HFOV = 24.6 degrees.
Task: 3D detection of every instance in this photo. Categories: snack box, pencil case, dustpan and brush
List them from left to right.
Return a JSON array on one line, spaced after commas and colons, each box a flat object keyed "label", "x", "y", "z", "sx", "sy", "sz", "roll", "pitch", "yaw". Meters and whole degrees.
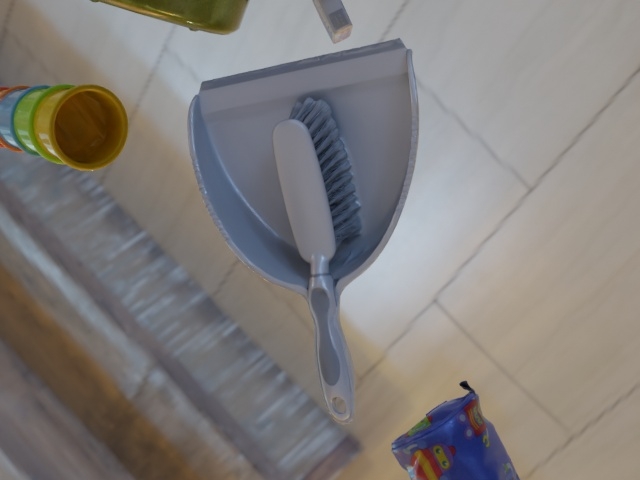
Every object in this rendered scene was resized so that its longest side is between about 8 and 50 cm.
[{"label": "dustpan and brush", "x": 0.000, "y": 0.000, "z": 0.862, "sx": 0.147, "sy": 0.060, "sz": 0.211, "roll": -10, "pitch": 98, "yaw": 22}, {"label": "snack box", "x": 0.008, "y": -0.226, "z": 1.413, "sx": 0.064, "sy": 0.022, "sz": 0.178, "roll": 64, "pitch": -178, "yaw": -4}, {"label": "pencil case", "x": 0.207, "y": 0.322, "z": 1.730, "sx": 0.119, "sy": 0.133, "sz": 0.306, "roll": -34, "pitch": 91, "yaw": 20}]

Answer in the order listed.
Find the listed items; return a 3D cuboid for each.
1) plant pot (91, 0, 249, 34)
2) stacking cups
[{"label": "plant pot", "x": -0.134, "y": -0.369, "z": 1.215, "sx": 0.366, "sy": 0.366, "sz": 0.353, "roll": 24, "pitch": 101, "yaw": 30}, {"label": "stacking cups", "x": -0.328, "y": -0.143, "z": 1.708, "sx": 0.316, "sy": 0.096, "sz": 0.096, "roll": 15, "pitch": 131, "yaw": 58}]
